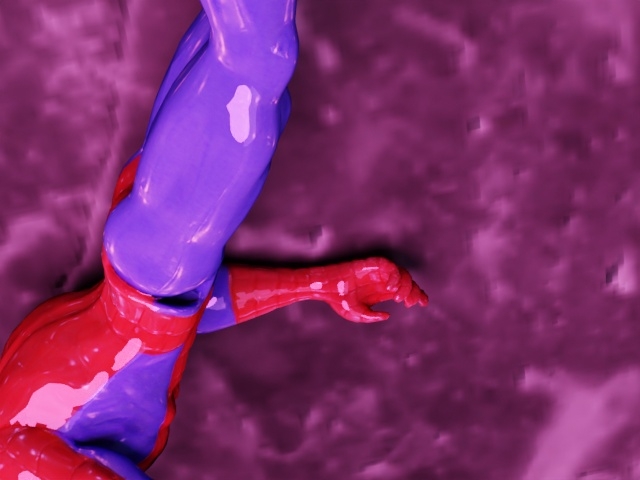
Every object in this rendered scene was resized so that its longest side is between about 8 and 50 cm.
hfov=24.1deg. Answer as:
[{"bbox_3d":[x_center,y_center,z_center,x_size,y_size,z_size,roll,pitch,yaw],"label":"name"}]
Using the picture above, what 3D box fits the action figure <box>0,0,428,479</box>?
[{"bbox_3d":[0.000,0.000,0.376,0.139,0.091,0.280,23,117,-12],"label":"action figure"}]
